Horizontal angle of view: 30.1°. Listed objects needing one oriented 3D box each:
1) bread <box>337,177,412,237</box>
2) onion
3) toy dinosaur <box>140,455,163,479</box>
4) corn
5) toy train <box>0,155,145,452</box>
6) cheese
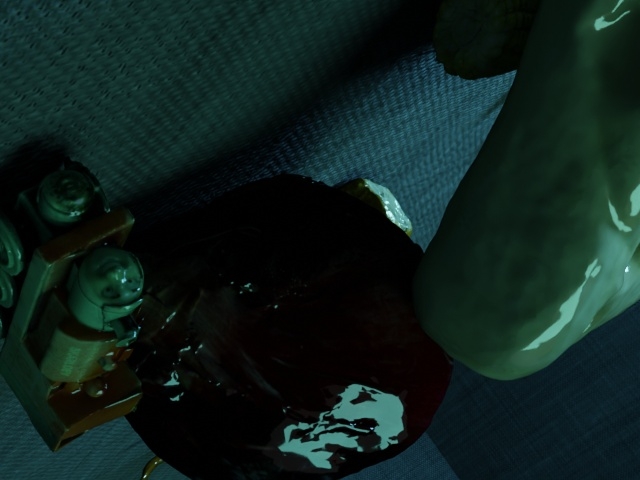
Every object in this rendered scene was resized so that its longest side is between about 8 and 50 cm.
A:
[{"bbox_3d":[0.038,-0.009,1.044,0.070,0.076,0.083,-35,167,13],"label":"bread"},{"bbox_3d":[-0.044,0.074,0.854,0.281,0.221,0.281,-8,169,-2],"label":"onion"},{"bbox_3d":[-0.038,0.195,1.587,0.432,0.097,0.208,-15,166,-48],"label":"toy dinosaur"},{"bbox_3d":[0.140,-0.156,0.802,0.165,0.063,0.085,-26,134,-45],"label":"corn"},{"bbox_3d":[-0.138,0.035,0.651,0.074,0.118,0.176,-30,169,-33],"label":"toy train"},{"bbox_3d":[0.217,-0.097,0.787,0.328,0.130,0.350,-20,138,-59],"label":"cheese"}]
